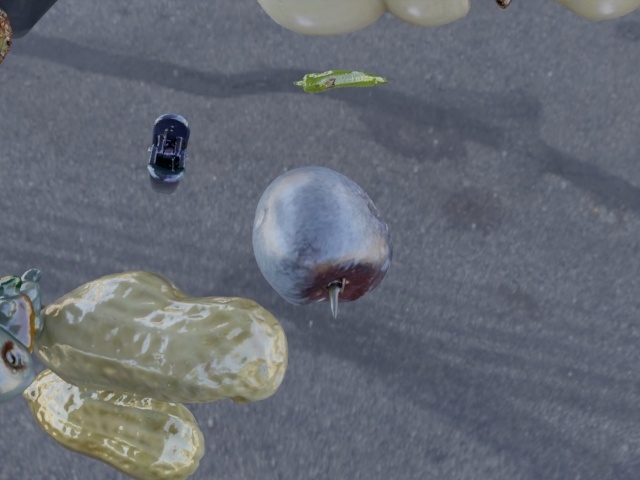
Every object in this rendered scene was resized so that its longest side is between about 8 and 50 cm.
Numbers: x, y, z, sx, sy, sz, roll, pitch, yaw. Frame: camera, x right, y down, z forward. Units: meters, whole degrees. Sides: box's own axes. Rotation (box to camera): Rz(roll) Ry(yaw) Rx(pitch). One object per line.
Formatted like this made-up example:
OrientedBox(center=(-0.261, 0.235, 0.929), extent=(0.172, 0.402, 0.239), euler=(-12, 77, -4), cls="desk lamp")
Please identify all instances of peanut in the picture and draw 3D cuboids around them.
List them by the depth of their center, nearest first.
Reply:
OrientedBox(center=(-0.187, 0.115, 1.124), extent=(0.313, 0.152, 0.152), euler=(8, 58, 20), cls="peanut")
OrientedBox(center=(-0.318, 0.276, 1.469), extent=(0.305, 0.147, 0.147), euler=(17, 60, 9), cls="peanut")

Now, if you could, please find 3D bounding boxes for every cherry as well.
OrientedBox(center=(0.000, 0.000, 1.699), extent=(0.255, 0.218, 0.296), euler=(5, 50, -36), cls="cherry")

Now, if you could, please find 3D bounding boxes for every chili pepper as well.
OrientedBox(center=(0.051, -0.318, 1.910), extent=(0.208, 0.049, 0.043), euler=(-6, 51, -22), cls="chili pepper")

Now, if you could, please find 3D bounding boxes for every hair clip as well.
OrientedBox(center=(-0.206, -0.089, 1.257), extent=(0.048, 0.275, 0.083), euler=(4, 81, -12), cls="hair clip")

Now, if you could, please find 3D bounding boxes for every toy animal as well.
OrientedBox(center=(-0.359, 0.120, 1.015), extent=(0.125, 0.127, 0.251), euler=(-5, 35, -7), cls="toy animal")

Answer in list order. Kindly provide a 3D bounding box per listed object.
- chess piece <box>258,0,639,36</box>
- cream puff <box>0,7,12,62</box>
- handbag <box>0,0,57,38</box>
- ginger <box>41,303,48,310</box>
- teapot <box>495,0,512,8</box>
OrientedBox(center=(0.095, -0.210, 0.655), extent=(0.299, 0.167, 0.167), euler=(-8, 58, 13), cls="chess piece")
OrientedBox(center=(-0.520, -0.288, 1.415), extent=(0.149, 0.149, 0.084), euler=(-28, 93, -19), cls="cream puff")
OrientedBox(center=(-0.564, -0.488, 1.660), extent=(0.275, 0.302, 0.178), euler=(-42, 88, 13), cls="handbag")
OrientedBox(center=(-0.371, 0.128, 1.371), extent=(0.137, 0.044, 0.057), euler=(39, 61, 16), cls="ginger")
OrientedBox(center=(0.215, -0.429, 1.296), extent=(0.135, 0.178, 0.252), euler=(-26, 75, 3), cls="teapot")
